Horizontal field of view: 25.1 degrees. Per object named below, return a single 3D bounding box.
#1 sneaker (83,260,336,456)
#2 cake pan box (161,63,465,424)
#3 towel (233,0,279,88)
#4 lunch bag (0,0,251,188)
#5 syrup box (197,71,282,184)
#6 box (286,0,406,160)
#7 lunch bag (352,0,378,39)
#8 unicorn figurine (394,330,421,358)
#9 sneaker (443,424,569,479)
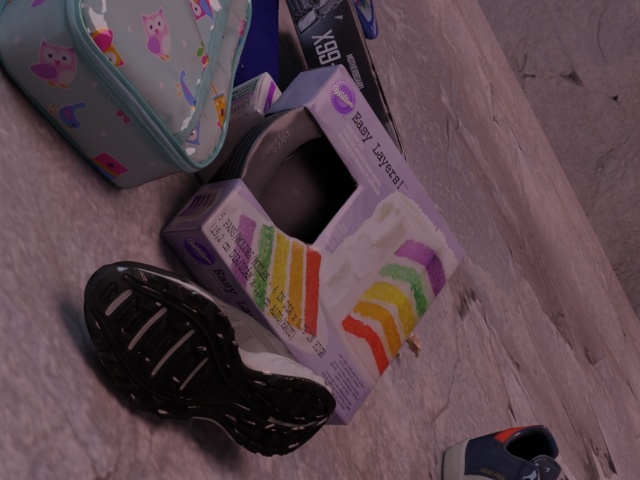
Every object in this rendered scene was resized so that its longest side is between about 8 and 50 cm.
[{"bbox_3d":[-0.101,0.088,1.153,0.271,0.100,0.108,40,6,-48],"label":"sneaker"},{"bbox_3d":[0.000,0.000,1.369,0.245,0.070,0.267,-52,120,-34],"label":"cake pan box"},{"bbox_3d":[-0.145,-0.284,1.517,0.308,0.076,0.227,43,41,-51],"label":"towel"},{"bbox_3d":[-0.154,-0.197,1.246,0.224,0.108,0.279,50,37,-37],"label":"lunch bag"},{"bbox_3d":[-0.039,-0.043,1.467,0.237,0.093,0.096,58,20,-23],"label":"syrup box"},{"bbox_3d":[0.036,-0.192,1.768,0.307,0.076,0.242,7,64,-86],"label":"box"},{"bbox_3d":[0.012,-0.389,2.087,0.176,0.090,0.219,53,22,-42],"label":"lunch bag"},{"bbox_3d":[0.074,0.068,1.723,0.162,0.060,0.111,70,8,-47],"label":"unicorn figurine"},{"bbox_3d":[0.224,0.330,1.636,0.131,0.148,0.350,56,20,-27],"label":"sneaker"}]
